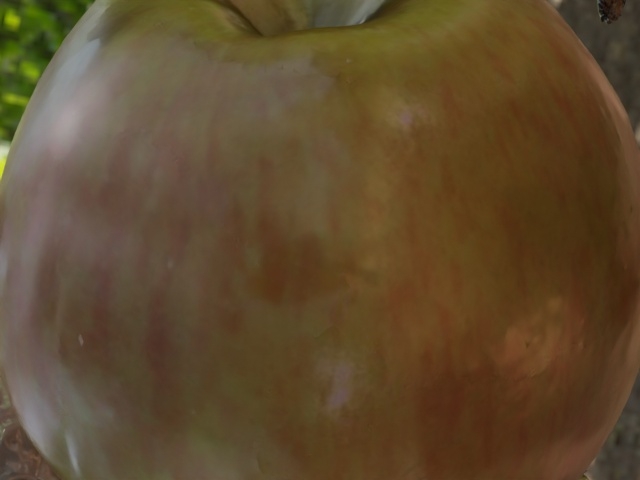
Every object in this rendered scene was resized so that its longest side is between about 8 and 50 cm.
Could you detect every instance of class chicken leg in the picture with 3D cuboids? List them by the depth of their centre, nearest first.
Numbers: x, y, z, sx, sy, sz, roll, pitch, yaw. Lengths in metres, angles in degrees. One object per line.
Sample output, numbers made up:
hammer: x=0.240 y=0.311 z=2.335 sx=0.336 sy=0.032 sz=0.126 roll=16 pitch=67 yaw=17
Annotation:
chicken leg: x=0.332 y=-0.288 z=2.164 sx=0.021 sy=0.036 sz=0.083 roll=35 pitch=140 yaw=54

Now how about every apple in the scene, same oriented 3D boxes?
apple: x=0.000 y=0.000 z=1.059 sx=0.391 sy=0.391 sz=0.347 roll=-98 pitch=9 yaw=-59

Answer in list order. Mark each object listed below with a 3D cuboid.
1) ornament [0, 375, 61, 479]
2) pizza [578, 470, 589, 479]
ornament: x=-0.295 y=0.200 z=1.494 sx=0.225 sy=0.259 sz=0.259 roll=-38 pitch=11 yaw=-4
pizza: x=0.056 y=0.217 z=1.490 sx=0.182 sy=0.365 sz=0.074 roll=-40 pitch=-55 yaw=-76
